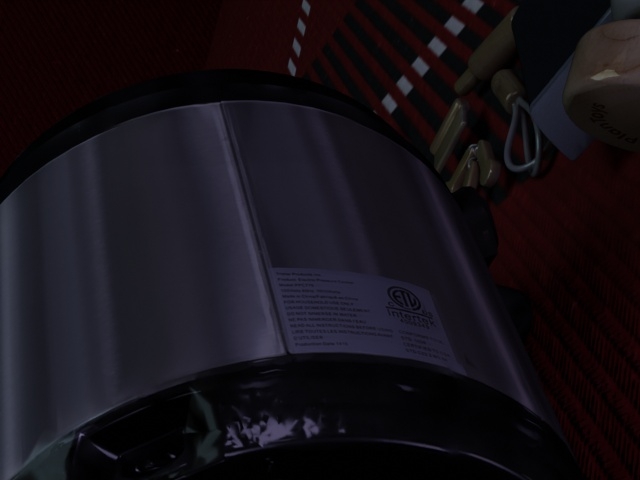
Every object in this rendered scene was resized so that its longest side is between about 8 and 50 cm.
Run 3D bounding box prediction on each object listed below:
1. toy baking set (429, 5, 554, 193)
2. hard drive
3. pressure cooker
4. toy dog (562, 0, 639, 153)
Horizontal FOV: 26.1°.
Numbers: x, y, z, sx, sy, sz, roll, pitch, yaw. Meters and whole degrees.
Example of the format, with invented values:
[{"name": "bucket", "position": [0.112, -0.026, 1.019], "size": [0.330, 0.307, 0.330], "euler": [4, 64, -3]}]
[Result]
[{"name": "toy baking set", "position": [0.157, -0.110, 1.155], "size": [0.256, 0.030, 0.196], "euler": [129, 153, -53]}, {"name": "hard drive", "position": [0.217, -0.194, 0.929], "size": [0.254, 0.054, 0.172], "euler": [-54, 21, 33]}, {"name": "pressure cooker", "position": [-0.047, 0.099, 0.876], "size": [0.375, 0.370, 0.420], "euler": [-33, 38, 12]}, {"name": "toy dog", "position": [0.256, -0.120, 0.623], "size": [0.334, 0.161, 0.220], "euler": [26, 93, 61]}]
